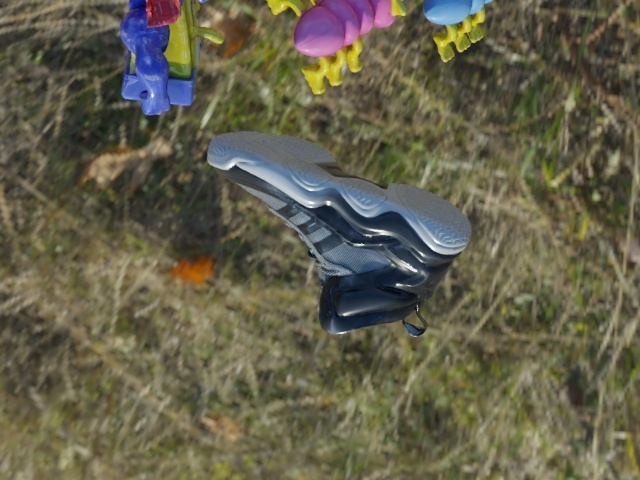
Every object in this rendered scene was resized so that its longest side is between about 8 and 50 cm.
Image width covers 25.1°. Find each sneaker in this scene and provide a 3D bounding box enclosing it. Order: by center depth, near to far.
[{"bbox_3d":[0.000,0.000,1.389,0.268,0.101,0.153,22,111,10],"label":"sneaker"}]

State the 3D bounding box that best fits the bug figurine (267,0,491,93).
[{"bbox_3d":[0.027,-0.233,0.993,0.279,0.216,0.072,58,156,-17],"label":"bug figurine"}]

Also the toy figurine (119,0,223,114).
[{"bbox_3d":[-0.173,-0.223,1.305,0.191,0.363,0.217,-3,128,-2],"label":"toy figurine"}]
